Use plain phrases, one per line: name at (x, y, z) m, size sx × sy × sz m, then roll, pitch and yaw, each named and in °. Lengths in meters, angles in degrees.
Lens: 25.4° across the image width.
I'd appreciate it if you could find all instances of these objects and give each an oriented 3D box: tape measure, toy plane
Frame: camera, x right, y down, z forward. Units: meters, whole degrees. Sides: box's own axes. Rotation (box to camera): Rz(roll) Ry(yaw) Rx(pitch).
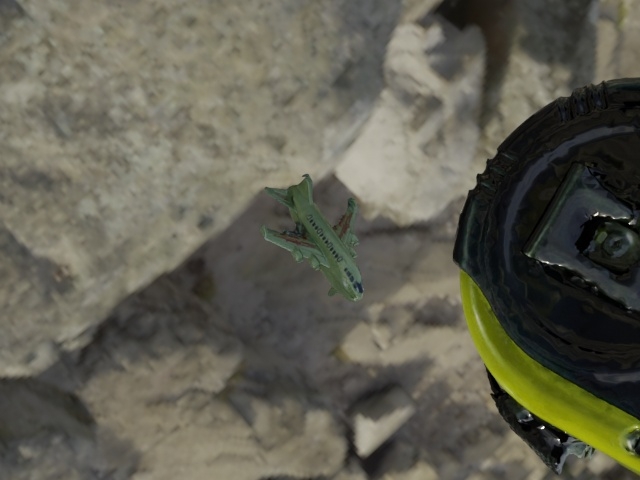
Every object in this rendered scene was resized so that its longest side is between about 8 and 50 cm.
tape measure at (0.151, 0.018, 0.664) m, size 0.112 × 0.186 × 0.199 m, roll 33°, pitch 85°, yaw -55°
toy plane at (0.000, 0.000, 1.087) m, size 0.102 × 0.111 × 0.040 m, roll -19°, pitch 167°, yaw -40°
